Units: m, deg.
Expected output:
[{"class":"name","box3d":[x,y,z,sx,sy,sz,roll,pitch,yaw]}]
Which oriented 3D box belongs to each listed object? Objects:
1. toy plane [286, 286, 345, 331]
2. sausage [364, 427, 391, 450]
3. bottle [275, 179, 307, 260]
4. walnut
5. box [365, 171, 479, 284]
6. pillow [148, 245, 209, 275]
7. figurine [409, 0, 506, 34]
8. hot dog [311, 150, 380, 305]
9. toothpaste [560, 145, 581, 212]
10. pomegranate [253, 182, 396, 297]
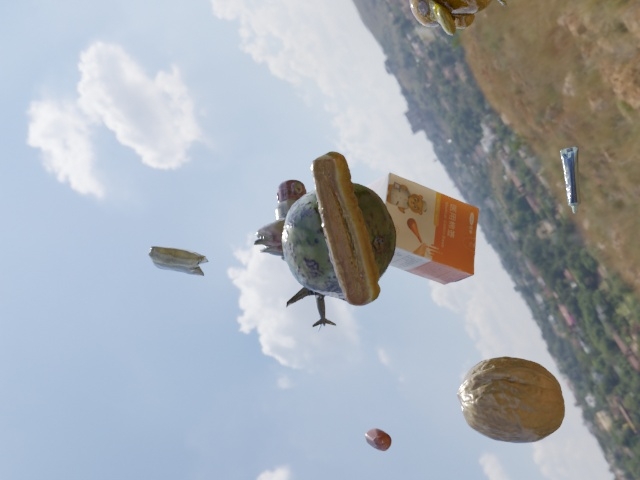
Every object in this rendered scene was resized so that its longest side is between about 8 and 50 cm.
[{"class":"toy plane","box3d":[-0.007,0.158,1.908,0.226,0.058,0.226,1,-106,-27]},{"class":"sausage","box3d":[0.177,0.614,1.948,0.094,0.054,0.059,12,114,58]},{"class":"bottle","box3d":[-0.073,-0.061,1.824,0.110,0.110,0.233,27,-126,-67]},{"class":"walnut","box3d":[0.479,0.402,1.602,0.225,0.261,0.224,3,-90,-78]},{"class":"box","box3d":[0.289,-0.028,1.846,0.341,0.143,0.224,19,-112,-24]},{"class":"pillow","box3d":[-0.473,0.061,2.087,0.134,0.182,0.077,85,-166,-75]},{"class":"figurine","box3d":[0.369,-0.674,1.740,0.215,0.228,0.215,47,-166,-16]},{"class":"hot dog","box3d":[0.048,-0.021,1.141,0.061,0.088,0.285,-33,-65,-58]},{"class":"toothpaste","box3d":[0.743,-0.178,1.867,0.035,0.057,0.197,-2,-94,-39]},{"class":"pomegranate","box3d":[0.000,0.000,1.498,0.285,0.341,0.284,-4,-85,-55]}]
